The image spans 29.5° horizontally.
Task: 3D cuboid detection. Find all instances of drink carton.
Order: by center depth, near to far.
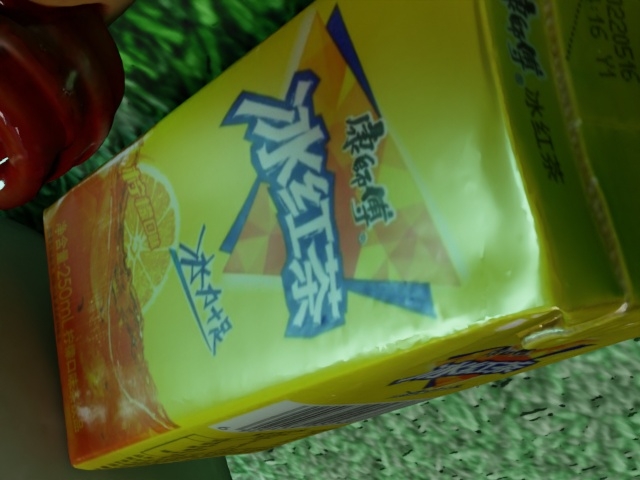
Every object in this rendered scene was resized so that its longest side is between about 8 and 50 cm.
[{"bbox_3d":[0.000,0.000,0.541,0.111,0.154,0.351,1,163,-36],"label":"drink carton"}]

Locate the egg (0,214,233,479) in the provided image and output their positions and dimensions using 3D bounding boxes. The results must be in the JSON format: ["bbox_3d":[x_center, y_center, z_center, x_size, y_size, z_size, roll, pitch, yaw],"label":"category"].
[{"bbox_3d":[-0.265,0.116,0.729,0.355,0.354,0.339,-3,126,34],"label":"egg"}]

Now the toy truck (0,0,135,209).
[{"bbox_3d":[-0.172,-0.136,0.438,0.265,0.189,0.239,-14,125,43],"label":"toy truck"}]
